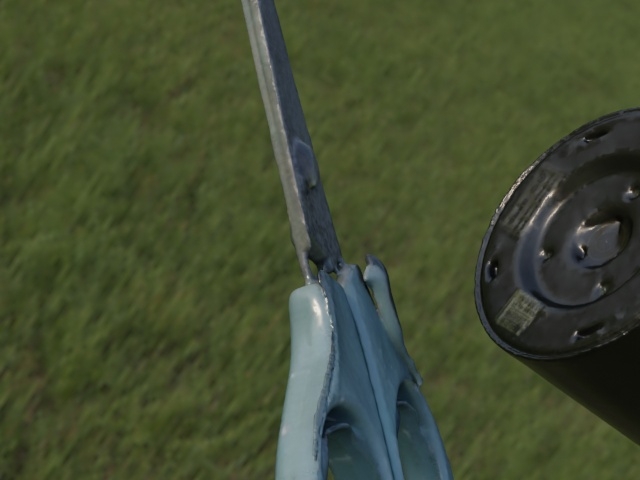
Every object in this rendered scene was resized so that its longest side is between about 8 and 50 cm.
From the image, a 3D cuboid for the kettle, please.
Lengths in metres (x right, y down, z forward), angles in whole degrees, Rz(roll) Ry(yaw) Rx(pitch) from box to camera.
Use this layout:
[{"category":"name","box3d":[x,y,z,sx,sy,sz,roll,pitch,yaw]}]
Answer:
[{"category":"kettle","box3d":[0.293,0.044,1.257,0.203,0.262,0.308,-8,-37,47]}]

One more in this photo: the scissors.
[{"category":"scissors","box3d":[0.001,0.000,0.694,0.191,0.029,0.360,2,76,-70]}]
